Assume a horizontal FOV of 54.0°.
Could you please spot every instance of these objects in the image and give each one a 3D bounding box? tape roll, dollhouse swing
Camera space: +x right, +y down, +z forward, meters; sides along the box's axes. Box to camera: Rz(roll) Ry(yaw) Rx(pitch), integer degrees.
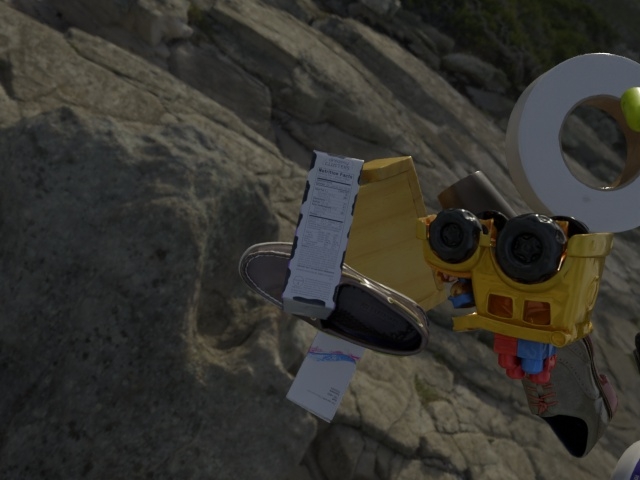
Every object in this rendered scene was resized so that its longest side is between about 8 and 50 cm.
[{"bbox_3d":[0.592,-0.203,1.352,0.392,0.392,0.072,39,-7,-5],"label":"tape roll"},{"bbox_3d":[0.092,0.013,1.480,0.305,0.315,0.346,-19,100,-15],"label":"dollhouse swing"}]

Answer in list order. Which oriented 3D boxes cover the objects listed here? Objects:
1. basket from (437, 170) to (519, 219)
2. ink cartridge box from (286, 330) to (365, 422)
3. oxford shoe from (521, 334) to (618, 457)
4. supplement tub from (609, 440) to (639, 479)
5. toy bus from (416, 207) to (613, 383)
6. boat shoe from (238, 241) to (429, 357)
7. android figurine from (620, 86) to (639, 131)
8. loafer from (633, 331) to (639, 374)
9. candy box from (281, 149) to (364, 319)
[{"bbox_3d":[0.402,-0.045,1.557,0.154,0.204,0.226,-21,79,-44],"label":"basket"},{"bbox_3d":[0.032,0.272,1.477,0.117,0.201,0.278,25,77,6],"label":"ink cartridge box"},{"bbox_3d":[0.390,0.223,1.050,0.348,0.123,0.130,50,55,-18],"label":"oxford shoe"},{"bbox_3d":[0.650,0.470,0.979,0.241,0.331,0.241,-3,94,-40],"label":"supplement tub"},{"bbox_3d":[0.231,0.067,0.786,0.220,0.211,0.149,9,8,37],"label":"toy bus"},{"bbox_3d":[0.020,0.093,0.990,0.324,0.116,0.097,24,8,-1],"label":"boat shoe"},{"bbox_3d":[0.560,-0.192,0.877,0.273,0.248,0.056,-67,150,-54],"label":"android figurine"},{"bbox_3d":[0.552,0.198,1.002,0.220,0.078,0.080,41,39,-58],"label":"loafer"},{"bbox_3d":[0.000,0.000,0.852,0.070,0.165,0.196,12,77,0],"label":"candy box"}]
